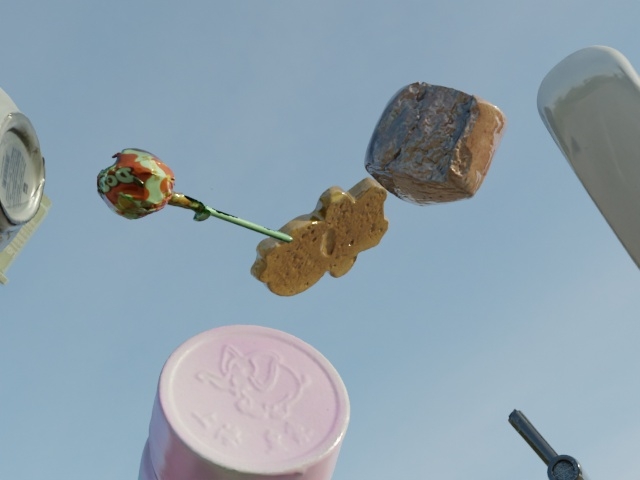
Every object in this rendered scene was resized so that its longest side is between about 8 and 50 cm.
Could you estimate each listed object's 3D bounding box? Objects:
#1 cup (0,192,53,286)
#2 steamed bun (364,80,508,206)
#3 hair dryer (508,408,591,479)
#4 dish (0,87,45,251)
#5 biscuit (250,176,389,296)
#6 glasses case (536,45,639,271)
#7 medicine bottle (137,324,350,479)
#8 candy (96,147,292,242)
[{"bbox_3d":[-0.417,-0.018,1.234,0.141,0.120,0.120,-53,-36,-13],"label":"cup"},{"bbox_3d":[0.132,-0.117,1.179,0.175,0.145,0.106,14,-23,46],"label":"steamed bun"},{"bbox_3d":[0.164,0.153,0.704,0.026,0.083,0.047,-37,-41,1],"label":"hair dryer"},{"bbox_3d":[-0.305,-0.053,0.858,0.078,0.246,0.224,1,-36,8],"label":"dish"},{"bbox_3d":[0.000,0.000,1.323,0.225,0.036,0.166,-33,-36,-20],"label":"biscuit"},{"bbox_3d":[0.270,-0.058,0.818,0.092,0.233,0.059,-39,-15,27],"label":"glasses case"},{"bbox_3d":[-0.103,0.277,1.096,0.212,0.212,0.326,2,-48,-16],"label":"medicine bottle"},{"bbox_3d":[-0.089,-0.023,0.741,0.055,0.049,0.184,-22,-31,39],"label":"candy"}]
